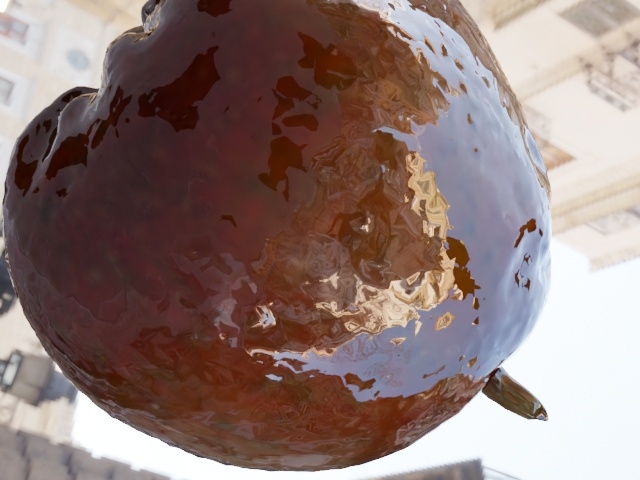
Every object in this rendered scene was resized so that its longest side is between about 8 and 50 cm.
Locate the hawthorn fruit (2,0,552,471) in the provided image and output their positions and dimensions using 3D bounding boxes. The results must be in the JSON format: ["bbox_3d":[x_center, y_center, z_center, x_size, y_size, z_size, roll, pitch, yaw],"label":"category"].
[{"bbox_3d":[0.000,0.000,0.596,0.277,0.298,0.277,-51,-174,7],"label":"hawthorn fruit"}]
